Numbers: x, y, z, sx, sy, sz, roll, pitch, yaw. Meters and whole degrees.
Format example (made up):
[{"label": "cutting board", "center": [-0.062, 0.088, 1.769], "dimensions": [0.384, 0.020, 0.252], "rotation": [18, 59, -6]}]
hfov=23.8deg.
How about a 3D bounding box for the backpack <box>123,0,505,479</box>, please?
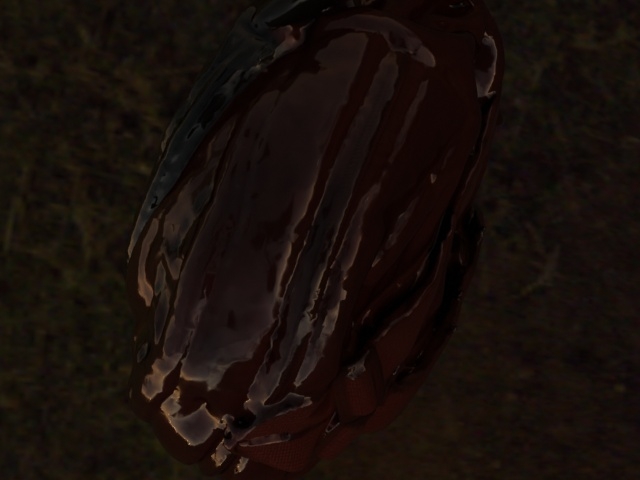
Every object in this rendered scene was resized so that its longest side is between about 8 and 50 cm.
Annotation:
[{"label": "backpack", "center": [-0.002, -0.001, 0.618], "dimensions": [0.138, 0.229, 0.229], "rotation": [26, 103, 1]}]
